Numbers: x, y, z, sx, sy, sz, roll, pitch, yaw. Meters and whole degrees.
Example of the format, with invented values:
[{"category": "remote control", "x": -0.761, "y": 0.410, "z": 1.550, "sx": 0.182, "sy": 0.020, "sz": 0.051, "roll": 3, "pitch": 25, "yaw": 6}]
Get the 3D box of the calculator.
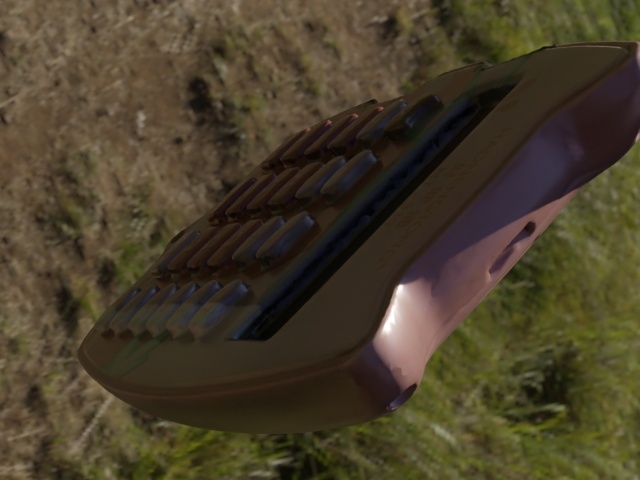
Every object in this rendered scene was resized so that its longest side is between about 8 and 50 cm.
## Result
[{"category": "calculator", "x": 0.000, "y": 0.000, "z": 0.598, "sx": 0.220, "sy": 0.330, "sz": 0.048, "roll": -46, "pitch": 109, "yaw": -20}]
